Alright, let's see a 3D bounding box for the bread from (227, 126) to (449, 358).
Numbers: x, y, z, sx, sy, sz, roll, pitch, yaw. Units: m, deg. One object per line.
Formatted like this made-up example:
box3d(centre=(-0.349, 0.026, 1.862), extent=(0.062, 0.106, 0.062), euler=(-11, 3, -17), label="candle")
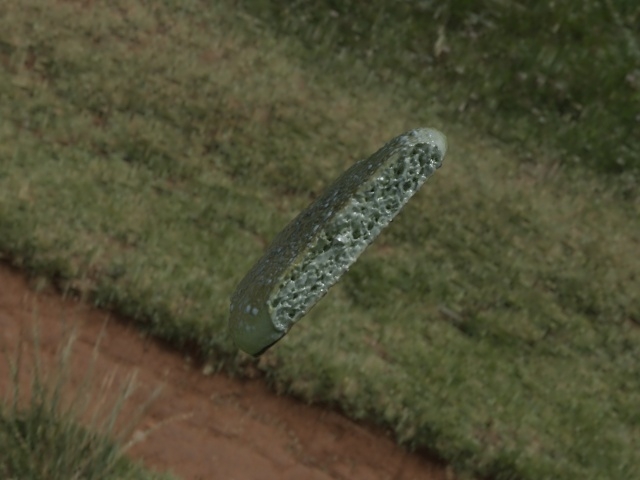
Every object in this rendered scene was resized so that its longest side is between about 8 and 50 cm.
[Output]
box3d(centre=(0.000, 0.000, 1.259), extent=(0.056, 0.207, 0.286), euler=(46, 69, -8), label="bread")
